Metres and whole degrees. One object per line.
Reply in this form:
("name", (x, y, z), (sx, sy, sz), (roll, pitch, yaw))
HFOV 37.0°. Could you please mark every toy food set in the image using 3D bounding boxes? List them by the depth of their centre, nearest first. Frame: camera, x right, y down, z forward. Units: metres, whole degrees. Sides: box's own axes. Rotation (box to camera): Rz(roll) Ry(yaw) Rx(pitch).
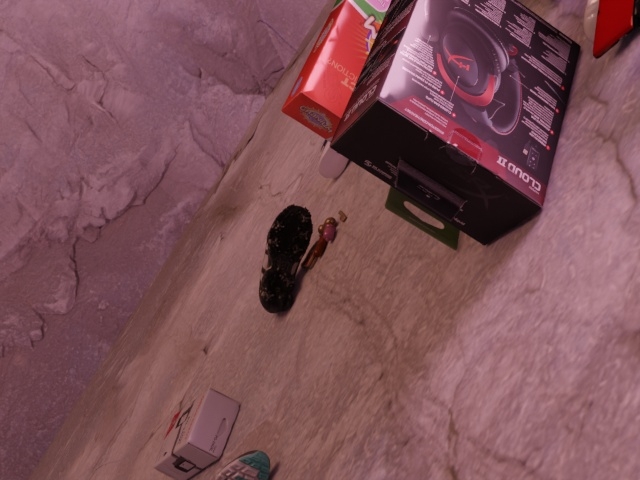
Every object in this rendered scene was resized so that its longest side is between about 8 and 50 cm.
("toy food set", (0.000, 0.000, 1.659), (0.122, 0.019, 0.078), (-57, 15, 7))

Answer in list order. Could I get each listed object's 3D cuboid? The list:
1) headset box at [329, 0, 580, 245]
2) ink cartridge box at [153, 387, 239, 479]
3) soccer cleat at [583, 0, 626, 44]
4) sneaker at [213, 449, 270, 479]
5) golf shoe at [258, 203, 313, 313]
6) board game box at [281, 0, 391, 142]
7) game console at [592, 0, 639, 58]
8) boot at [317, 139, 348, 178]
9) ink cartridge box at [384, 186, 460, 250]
("headset box", (0.154, -0.154, 1.074), (0.110, 0.218, 0.293), (-41, 23, 52))
("ink cartridge box", (-0.207, 0.325, 1.595), (0.150, 0.063, 0.109), (-42, 22, 48))
("soccer cleat", (0.352, -0.291, 1.011), (0.196, 0.068, 0.076), (-53, 18, 10))
("sneaker", (-0.124, 0.334, 1.315), (0.166, 0.065, 0.076), (-50, 13, 25))
("golf shoe", (-0.071, 0.033, 1.685), (0.094, 0.077, 0.198), (137, 152, -72))
("board game box", (0.113, -0.249, 1.361), (0.064, 0.242, 0.317), (-33, 30, 58))
("game console", (0.340, -0.258, 0.949), (0.085, 0.124, 0.144), (55, -136, -64))
("boot", (0.051, -0.212, 1.819), (0.190, 0.069, 0.086), (-53, 18, 27))
("ink cartridge box", (0.155, -0.100, 1.180), (0.062, 0.109, 0.209), (-45, 19, 43))
